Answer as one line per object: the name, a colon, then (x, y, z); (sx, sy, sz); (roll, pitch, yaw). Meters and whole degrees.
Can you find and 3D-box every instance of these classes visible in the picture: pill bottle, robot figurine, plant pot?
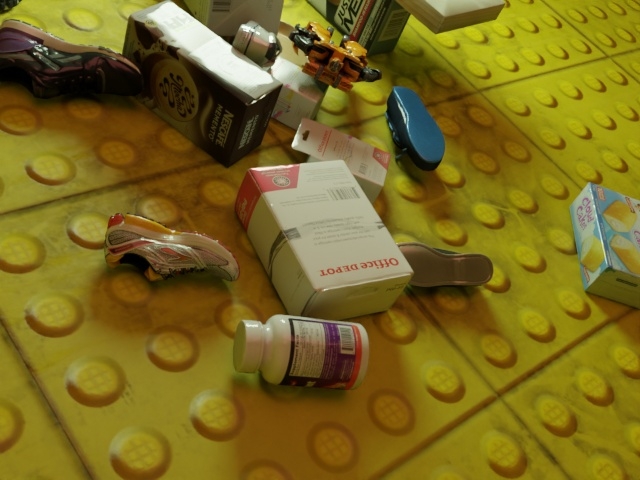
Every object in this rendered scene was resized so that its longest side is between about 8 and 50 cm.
pill bottle: (-0.032, 0.171, 1.204); (0.194, 0.108, 0.108); (8, 47, -18)
robot figurine: (0.026, -0.394, 1.674); (0.211, 0.085, 0.291); (24, 23, -10)
plant pot: (-0.114, -0.437, 1.793); (0.236, 0.032, 0.236); (13, 46, -14)

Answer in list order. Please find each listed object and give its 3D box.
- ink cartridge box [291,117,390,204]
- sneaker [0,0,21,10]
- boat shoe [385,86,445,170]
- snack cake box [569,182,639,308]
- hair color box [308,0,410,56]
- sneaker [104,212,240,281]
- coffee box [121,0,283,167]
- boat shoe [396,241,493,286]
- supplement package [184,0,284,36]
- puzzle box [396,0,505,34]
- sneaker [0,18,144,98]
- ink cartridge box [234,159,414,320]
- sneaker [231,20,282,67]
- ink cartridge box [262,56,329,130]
ink cartridge box: (0.034, -0.160, 1.577); (0.198, 0.067, 0.115); (24, 43, -6)
sneaker: (-0.743, -0.522, 1.507); (0.182, 0.158, 0.410); (23, 36, 19)
boat shoe: (0.208, -0.233, 1.717); (0.109, 0.089, 0.258); (11, 42, -18)
snack cake box: (0.644, 0.010, 1.693); (0.152, 0.089, 0.264); (17, 45, -9)
hair color box: (0.066, -0.660, 1.977); (0.114, 0.185, 0.374); (-23, 62, -39)
sneaker: (-0.242, 0.033, 1.267); (0.225, 0.088, 0.092); (15, 65, -12)
coffee box: (-0.238, -0.304, 1.510); (0.297, 0.168, 0.119); (37, 45, 11)
boat shoe: (0.208, 0.052, 1.465); (0.228, 0.069, 0.081); (8, 82, -16)
supplement package: (-0.213, -0.607, 1.766); (0.175, 0.177, 0.293); (-6, 42, -26)
puzzle box: (0.220, -0.651, 1.870); (0.272, 0.052, 0.409); (-25, 64, -42)
sneaker: (-0.480, -0.304, 1.463); (0.283, 0.107, 0.124); (16, 59, -6)
ink cartridge box: (0.000, 0.000, 1.373); (0.207, 0.117, 0.283); (-8, 53, -31)
sneaker: (-0.129, -0.395, 1.613); (0.091, 0.094, 0.258); (25, 16, -8)
ink cartridge box: (-0.070, -0.313, 1.654); (0.143, 0.090, 0.092); (28, 43, 1)
